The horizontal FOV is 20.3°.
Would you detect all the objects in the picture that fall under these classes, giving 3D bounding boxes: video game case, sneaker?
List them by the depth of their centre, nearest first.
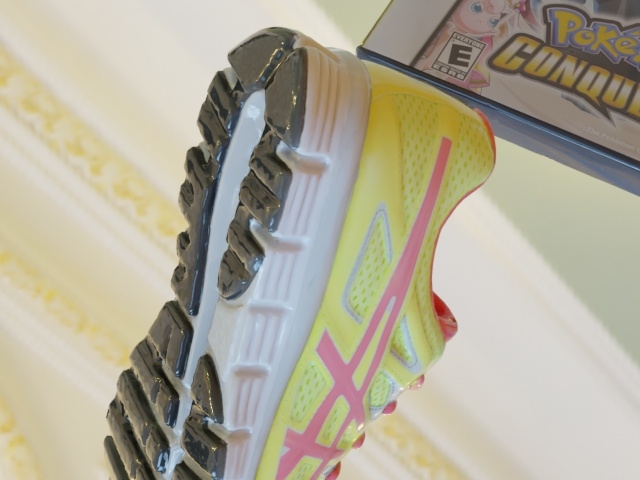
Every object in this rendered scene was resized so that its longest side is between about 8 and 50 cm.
[{"bbox_3d":[-0.003,0.040,0.551,0.094,0.208,0.081,4,-150,-30],"label":"sneaker"},{"bbox_3d":[0.200,-0.154,1.182,0.248,0.275,0.035,-57,-19,-27],"label":"video game case"}]
